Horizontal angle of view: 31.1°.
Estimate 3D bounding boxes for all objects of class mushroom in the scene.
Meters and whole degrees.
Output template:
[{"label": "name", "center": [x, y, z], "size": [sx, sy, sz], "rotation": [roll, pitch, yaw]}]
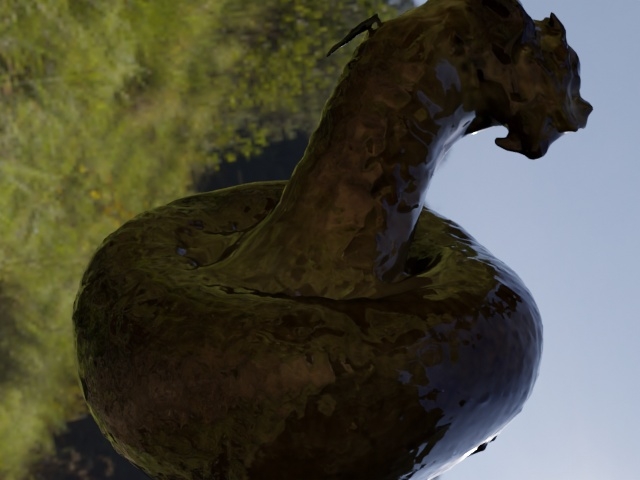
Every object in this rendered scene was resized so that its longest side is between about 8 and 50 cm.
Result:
[{"label": "mushroom", "center": [0.004, 0.017, 0.769], "size": [0.331, 0.334, 0.356], "rotation": [-108, -160, -48]}]
